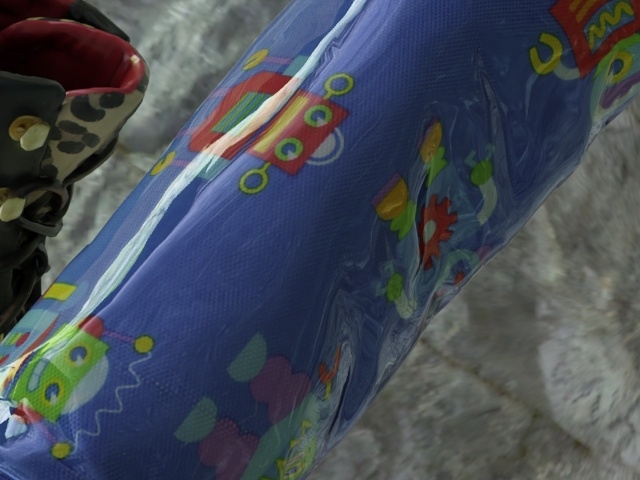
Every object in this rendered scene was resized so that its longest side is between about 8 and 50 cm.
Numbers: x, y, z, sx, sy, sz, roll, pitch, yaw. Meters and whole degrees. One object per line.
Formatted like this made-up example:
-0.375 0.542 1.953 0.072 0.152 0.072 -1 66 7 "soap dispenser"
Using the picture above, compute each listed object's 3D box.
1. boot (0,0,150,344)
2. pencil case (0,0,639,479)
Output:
-0.149 0.035 0.767 0.377 0.138 0.284 26 -62 0 "boot"
0.000 0.000 0.559 0.119 0.133 0.306 22 -116 37 "pencil case"
